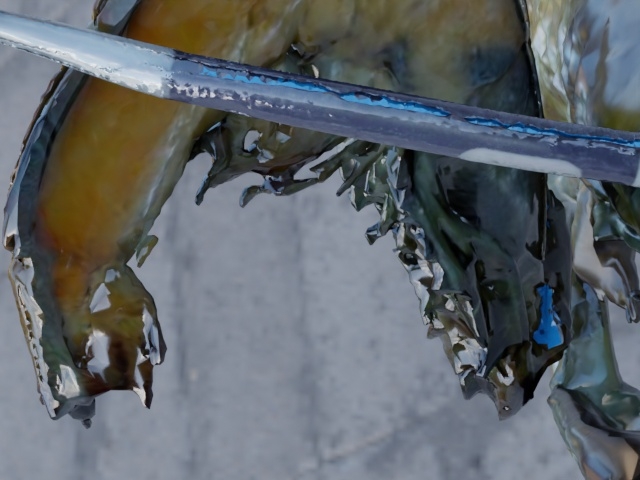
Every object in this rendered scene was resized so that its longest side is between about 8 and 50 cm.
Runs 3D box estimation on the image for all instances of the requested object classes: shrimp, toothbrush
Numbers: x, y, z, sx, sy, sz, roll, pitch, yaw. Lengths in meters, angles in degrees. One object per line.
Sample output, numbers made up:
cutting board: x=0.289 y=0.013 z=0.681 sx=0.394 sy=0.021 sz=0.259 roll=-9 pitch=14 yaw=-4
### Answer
shrimp: x=0.000 y=0.000 z=0.677 sx=0.222 sy=0.290 sz=0.054 roll=-45 pitch=45 yaw=-17
toothbrush: x=-0.021 y=-0.042 z=0.555 sx=0.024 sy=0.288 sz=0.026 roll=107 pitch=174 yaw=-81
shrimp: x=0.127 y=0.010 z=0.759 sx=0.445 sy=0.085 sz=0.272 roll=-101 pitch=14 yaw=-65
